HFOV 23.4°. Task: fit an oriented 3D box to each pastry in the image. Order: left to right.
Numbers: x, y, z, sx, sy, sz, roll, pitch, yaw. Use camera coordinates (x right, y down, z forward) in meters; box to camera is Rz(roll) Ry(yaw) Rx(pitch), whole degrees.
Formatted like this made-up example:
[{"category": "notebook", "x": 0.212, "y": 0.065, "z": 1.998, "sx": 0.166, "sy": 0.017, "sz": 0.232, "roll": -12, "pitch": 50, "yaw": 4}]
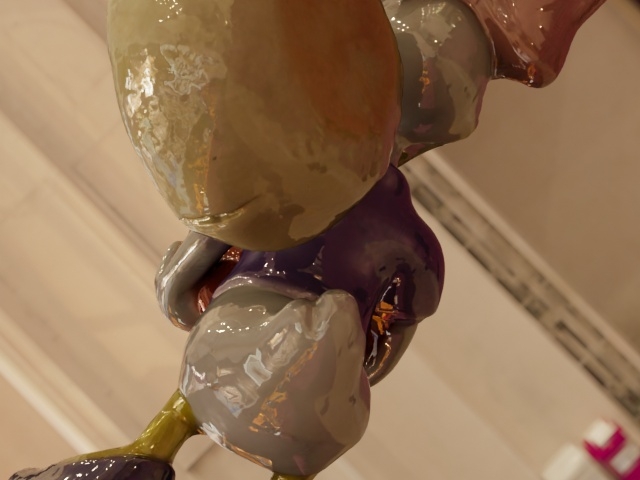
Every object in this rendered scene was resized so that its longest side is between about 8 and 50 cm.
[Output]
[{"category": "pastry", "x": -0.026, "y": -0.073, "z": 0.693, "sx": 0.092, "sy": 0.156, "sz": 0.156, "roll": -16, "pitch": 17, "yaw": 37}]

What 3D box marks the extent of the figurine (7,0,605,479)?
[{"category": "figurine", "x": -0.003, "y": 0.005, "z": 0.776, "sx": 0.421, "sy": 0.154, "sz": 0.193, "roll": -63, "pitch": 8, "yaw": -19}]
